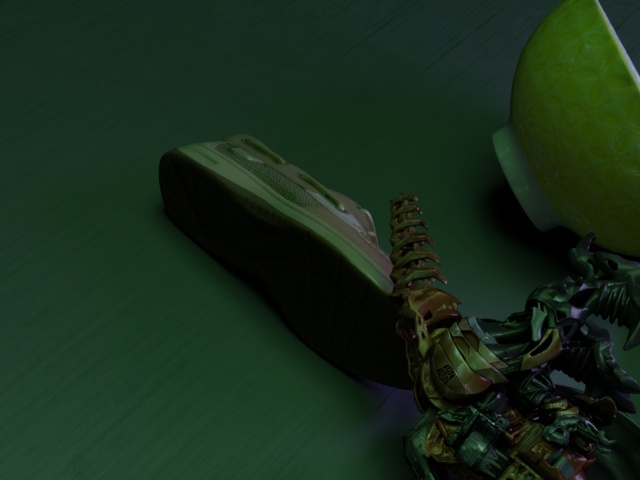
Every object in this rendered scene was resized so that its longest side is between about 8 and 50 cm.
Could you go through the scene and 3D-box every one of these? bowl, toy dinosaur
[{"bbox_3d":[0.266,-0.093,1.225,0.156,0.289,0.289,-28,40,18],"label":"bowl"},{"bbox_3d":[0.146,0.098,0.923,0.218,0.164,0.322,-22,87,-18],"label":"toy dinosaur"}]

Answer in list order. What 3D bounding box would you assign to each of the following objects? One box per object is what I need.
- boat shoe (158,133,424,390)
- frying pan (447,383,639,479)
[{"bbox_3d":[0.000,0.000,1.097,0.110,0.121,0.341,-28,54,-37],"label":"boat shoe"},{"bbox_3d":[0.148,0.220,0.943,0.326,0.053,0.197,-27,56,-36],"label":"frying pan"}]
